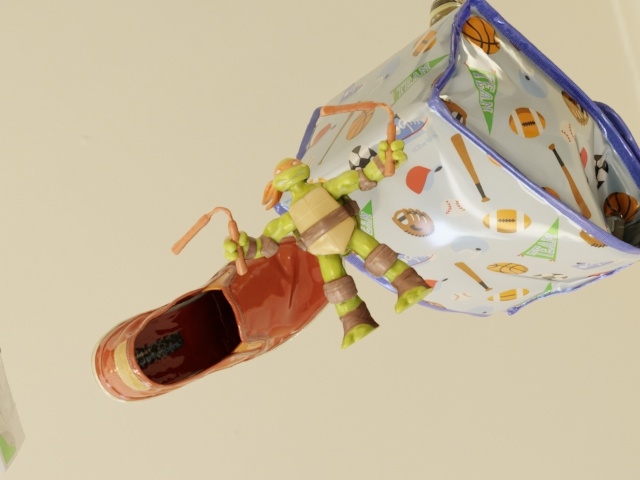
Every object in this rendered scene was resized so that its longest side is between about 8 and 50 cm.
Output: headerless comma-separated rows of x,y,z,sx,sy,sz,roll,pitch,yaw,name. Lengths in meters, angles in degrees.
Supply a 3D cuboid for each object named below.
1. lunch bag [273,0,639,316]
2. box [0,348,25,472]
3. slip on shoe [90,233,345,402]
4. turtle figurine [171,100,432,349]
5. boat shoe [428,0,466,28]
0.200,-0.066,1.345,0.385,0.328,0.239,37,-127,-18,lunch bag
-0.530,0.182,1.363,0.231,0.127,0.262,-13,-79,0,box
-0.097,0.084,1.203,0.331,0.101,0.123,-26,-86,-31,slip on shoe
0.000,0.000,1.110,0.269,0.087,0.217,-33,-96,0,turtle figurine
0.222,-0.357,1.737,0.223,0.080,0.073,17,-124,-63,boat shoe
